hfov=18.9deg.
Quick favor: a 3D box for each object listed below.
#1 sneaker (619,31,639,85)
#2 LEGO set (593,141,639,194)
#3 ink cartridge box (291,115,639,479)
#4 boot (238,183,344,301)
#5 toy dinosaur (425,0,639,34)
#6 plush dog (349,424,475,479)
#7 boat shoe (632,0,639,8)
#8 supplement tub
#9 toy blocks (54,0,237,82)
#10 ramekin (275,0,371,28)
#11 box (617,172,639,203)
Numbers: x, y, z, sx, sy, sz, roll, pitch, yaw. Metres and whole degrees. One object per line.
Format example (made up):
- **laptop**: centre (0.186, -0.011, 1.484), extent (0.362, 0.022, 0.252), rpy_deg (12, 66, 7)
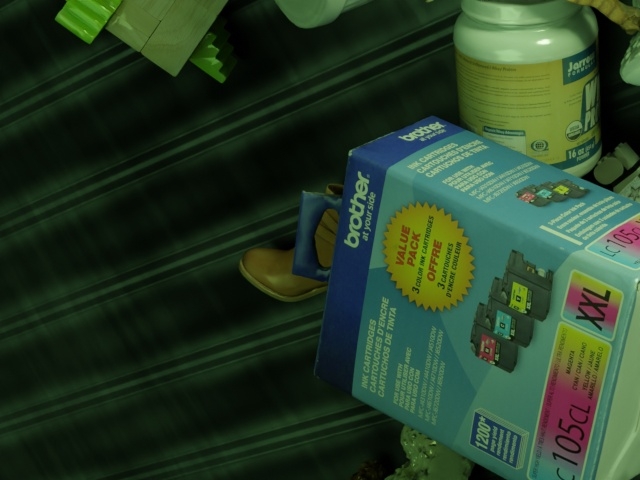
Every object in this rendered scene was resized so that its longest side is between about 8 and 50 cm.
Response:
- **sneaker**: centre (0.385, -0.207, 1.810), extent (0.095, 0.090, 0.235), rpy_deg (42, 123, -18)
- **LEGO set**: centre (0.242, -0.031, 2.042), extent (0.093, 0.087, 0.227), rpy_deg (49, 133, 0)
- **ink cartridge box**: centre (0.153, 0.056, 1.891), extent (0.395, 0.151, 0.270), rpy_deg (27, 122, 32)
- **boot**: centre (0.000, 0.000, 2.251), extent (0.197, 0.073, 0.152), rpy_deg (14, 127, 14)
- **toy dinosaur**: centre (0.218, -0.255, 1.814), extent (0.212, 0.112, 0.064), rpy_deg (16, 170, -4)
- **plush dog**: centre (0.125, 0.365, 2.330), extent (0.262, 0.210, 0.225), rpy_deg (50, 160, 1)
- **boat shoe**: centre (0.355, -0.201, 1.888), extent (0.125, 0.038, 0.046), rpy_deg (42, 103, 2)
- **supplement tub**: centre (0.209, -0.166, 1.941), extent (0.144, 0.144, 0.199), rpy_deg (12, 124, 30)
- **toy blocks**: centre (-0.198, -0.370, 2.096), extent (0.381, 0.190, 0.261), rpy_deg (36, 122, -6)
- **ramekin**: centre (0.013, -0.355, 1.910), extent (0.273, 0.127, 0.272), rpy_deg (163, 90, -74)
- **box**: centre (0.390, -0.011, 1.875), extent (0.247, 0.142, 0.163), rpy_deg (-47, 58, 43)
